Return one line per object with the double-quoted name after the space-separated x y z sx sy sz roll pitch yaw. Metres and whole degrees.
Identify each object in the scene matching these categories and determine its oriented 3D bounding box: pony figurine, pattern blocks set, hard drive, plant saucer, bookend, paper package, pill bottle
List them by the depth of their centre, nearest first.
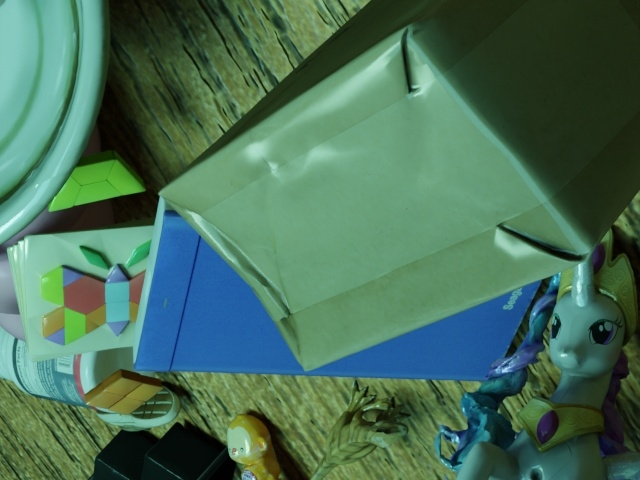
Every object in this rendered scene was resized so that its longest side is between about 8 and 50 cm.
0.106 -0.100 1.107 0.168 0.325 0.309 50 142 -9 "paper package"
0.215 0.214 1.347 0.302 0.363 0.351 4 144 30 "pony figurine"
0.015 0.043 1.394 0.318 0.040 0.210 3 141 -12 "hard drive"
-0.340 -0.177 1.417 0.400 0.100 0.401 2 96 20 "plant saucer"
-0.189 0.046 1.554 0.026 0.324 0.285 -115 8 -54 "pattern blocks set"
-0.276 0.121 1.821 0.180 0.108 0.108 7 130 37 "pill bottle"
-0.183 0.256 1.896 0.157 0.072 0.156 30 140 16 "bookend"

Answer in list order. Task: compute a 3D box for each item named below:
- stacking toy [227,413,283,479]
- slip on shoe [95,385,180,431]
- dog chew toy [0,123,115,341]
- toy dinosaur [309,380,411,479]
-0.032 0.324 1.796 0.175 0.165 0.302 -9 106 56 "stacking toy"
-0.195 0.191 1.866 0.135 0.051 0.041 -9 135 45 "slip on shoe"
-0.294 -0.025 1.635 0.206 0.207 0.332 18 144 28 "dog chew toy"
0.023 0.198 1.630 0.064 0.112 0.211 41 143 1 "toy dinosaur"
